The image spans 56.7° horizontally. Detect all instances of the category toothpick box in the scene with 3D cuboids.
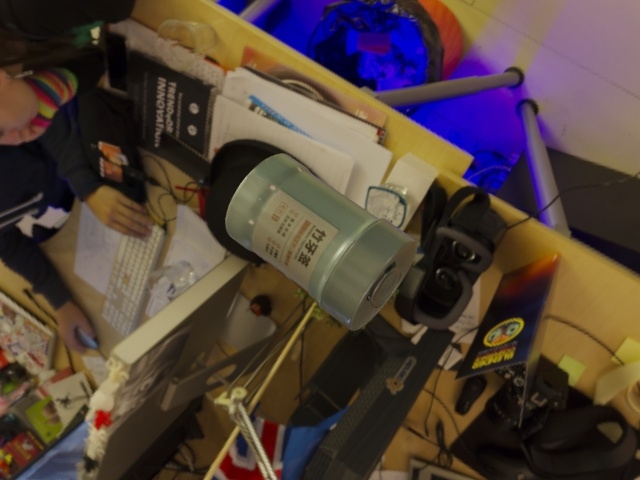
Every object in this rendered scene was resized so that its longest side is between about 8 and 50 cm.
[{"bbox_3d":[0.000,0.000,0.554,0.153,0.101,0.101,35,127,20],"label":"toothpick box"}]
